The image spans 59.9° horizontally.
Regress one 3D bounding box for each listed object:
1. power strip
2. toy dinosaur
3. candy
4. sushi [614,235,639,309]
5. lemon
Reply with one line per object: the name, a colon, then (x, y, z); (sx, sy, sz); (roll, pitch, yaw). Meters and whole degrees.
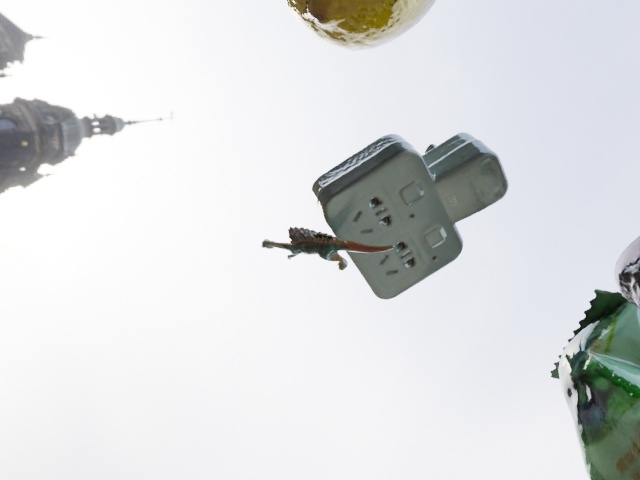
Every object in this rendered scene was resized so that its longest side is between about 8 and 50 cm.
power strip: (0.140, -0.068, 0.867); (0.260, 0.141, 0.230); (-33, -54, 4)
toy dinosaur: (0.000, 0.003, 0.779); (0.187, 0.106, 0.044); (-5, -117, 51)
candy: (0.481, 0.293, 0.885); (0.171, 0.398, 0.263); (8, -55, 12)
sushi: (0.493, 0.031, 0.686); (0.225, 0.126, 0.136); (-27, -64, 12)
lemon: (0.068, -0.422, 0.831); (0.260, 0.283, 0.261); (35, -37, 33)
